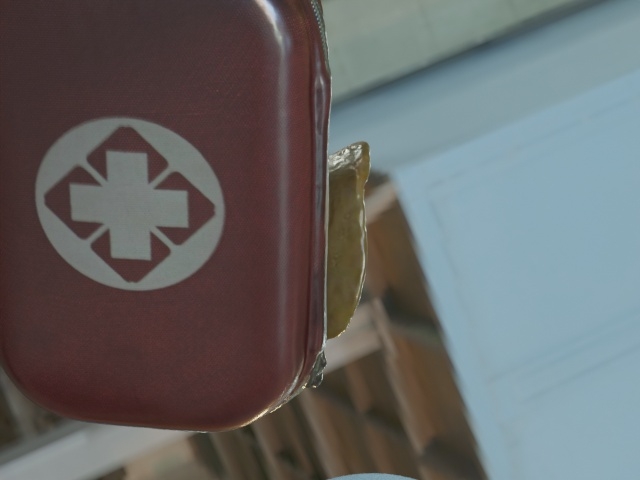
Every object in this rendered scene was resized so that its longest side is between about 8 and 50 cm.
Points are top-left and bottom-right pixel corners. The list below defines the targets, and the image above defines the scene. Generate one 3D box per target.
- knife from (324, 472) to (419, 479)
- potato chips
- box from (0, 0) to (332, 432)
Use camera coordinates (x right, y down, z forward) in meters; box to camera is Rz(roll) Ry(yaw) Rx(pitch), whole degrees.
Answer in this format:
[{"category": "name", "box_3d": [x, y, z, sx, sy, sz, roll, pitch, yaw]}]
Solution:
[{"category": "knife", "box_3d": [-0.005, 0.251, 1.723, 0.063, 0.260, 0.034, 55, -42, 15]}, {"category": "potato chips", "box_3d": [-0.001, 0.001, 1.913, 0.195, 0.062, 0.208, -114, -142, -68]}, {"category": "box", "box_3d": [-0.122, -0.044, 1.375, 0.108, 0.263, 0.403, -75, 166, -63]}]
